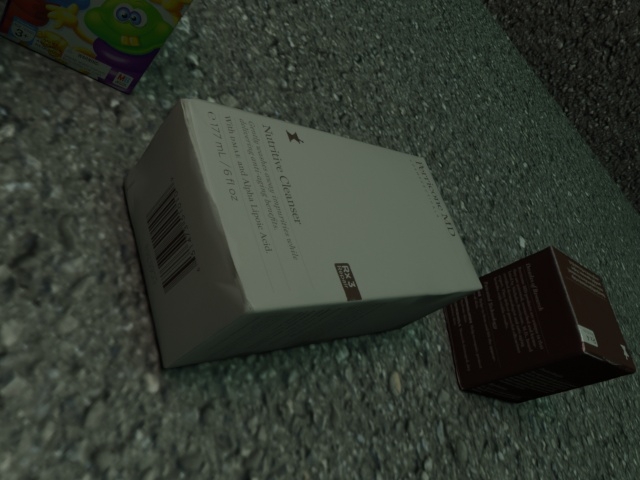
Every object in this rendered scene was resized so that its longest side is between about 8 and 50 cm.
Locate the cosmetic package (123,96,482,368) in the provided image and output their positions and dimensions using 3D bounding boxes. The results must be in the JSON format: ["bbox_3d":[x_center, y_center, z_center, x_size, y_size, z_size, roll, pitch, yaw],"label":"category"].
[{"bbox_3d":[0.000,0.000,0.588,0.384,0.156,0.217,-1,64,-45],"label":"cosmetic package"}]

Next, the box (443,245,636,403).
[{"bbox_3d":[0.334,0.143,0.799,0.168,0.203,0.167,24,49,-35],"label":"box"}]

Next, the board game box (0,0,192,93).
[{"bbox_3d":[-0.193,-0.307,0.502,0.144,0.275,0.142,20,51,-36],"label":"board game box"}]
